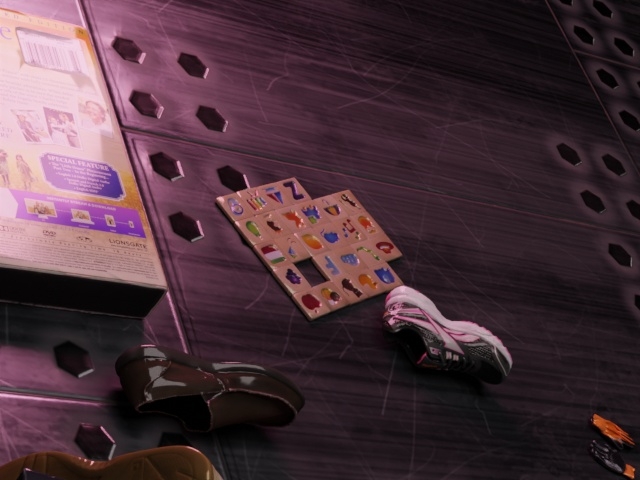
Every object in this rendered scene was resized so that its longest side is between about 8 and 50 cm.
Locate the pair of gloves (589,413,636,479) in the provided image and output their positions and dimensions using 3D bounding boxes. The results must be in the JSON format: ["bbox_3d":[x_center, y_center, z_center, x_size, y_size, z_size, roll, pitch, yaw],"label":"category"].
[{"bbox_3d":[0.378,0.267,2.309,0.074,0.010,0.083,32,38,-13],"label":"pair of gloves"}]

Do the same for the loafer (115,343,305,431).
[{"bbox_3d":[-0.118,0.175,1.909,0.220,0.080,0.078,13,52,-25],"label":"loafer"}]

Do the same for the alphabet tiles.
[{"bbox_3d":[0.000,0.000,2.265,0.198,0.009,0.237,51,36,17],"label":"alphabet tiles"}]

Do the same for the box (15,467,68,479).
[{"bbox_3d":[-0.228,0.310,1.527,0.153,0.207,0.108,21,38,-24],"label":"box"}]

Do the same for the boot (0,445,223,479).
[{"bbox_3d":[-0.177,0.273,1.674,0.203,0.262,0.095,50,36,-49],"label":"boot"}]

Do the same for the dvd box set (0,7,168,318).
[{"bbox_3d":[-0.362,-0.107,2.005,0.307,0.062,0.420,9,45,-36],"label":"dvd box set"}]

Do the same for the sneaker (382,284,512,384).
[{"bbox_3d":[0.148,0.136,2.210,0.178,0.072,0.077,28,47,-2],"label":"sneaker"}]
